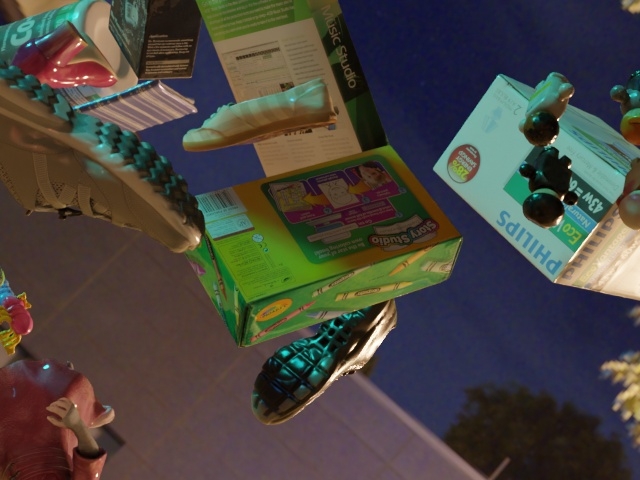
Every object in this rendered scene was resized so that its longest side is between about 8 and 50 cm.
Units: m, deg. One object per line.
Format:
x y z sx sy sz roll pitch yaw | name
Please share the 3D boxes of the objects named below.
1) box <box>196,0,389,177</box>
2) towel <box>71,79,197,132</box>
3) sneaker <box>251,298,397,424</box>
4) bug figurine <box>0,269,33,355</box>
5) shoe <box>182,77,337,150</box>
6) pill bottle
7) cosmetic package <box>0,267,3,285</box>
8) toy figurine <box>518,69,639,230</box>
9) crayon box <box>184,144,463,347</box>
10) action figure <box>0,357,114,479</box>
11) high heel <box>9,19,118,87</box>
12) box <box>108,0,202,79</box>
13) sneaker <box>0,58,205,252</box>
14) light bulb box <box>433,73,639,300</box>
-0.034 -0.219 1.544 0.232 0.058 0.322 0 -62 49 | box
-0.399 -0.207 1.902 0.243 0.336 0.040 13 61 -81 | towel
0.017 0.169 1.568 0.101 0.267 0.106 36 -15 40 | sneaker
-0.532 0.053 1.770 0.216 0.072 0.279 48 -20 42 | bug figurine
-0.081 -0.156 1.409 0.076 0.219 0.058 -18 97 -65 | shoe
-0.554 -0.326 2.138 0.361 0.204 0.204 -12 -45 20 | pill bottle
-0.612 0.033 1.369 0.393 0.330 0.327 61 -43 42 | cosmetic package
0.380 -0.122 1.538 0.213 0.148 0.209 5 -48 19 | toy figurine
0.000 0.000 1.258 0.165 0.279 0.081 56 -30 33 | crayon box
-0.412 0.346 1.579 0.370 0.248 0.275 60 -3 42 | action figure
-0.368 -0.240 1.584 0.082 0.117 0.244 53 1 0 | high heel
-0.252 -0.353 1.682 0.156 0.093 0.158 56 -38 40 | box
-0.242 -0.064 1.079 0.281 0.115 0.105 34 14 -3 | sneaker
0.472 -0.091 2.046 0.361 0.225 0.358 12 29 -48 | light bulb box
